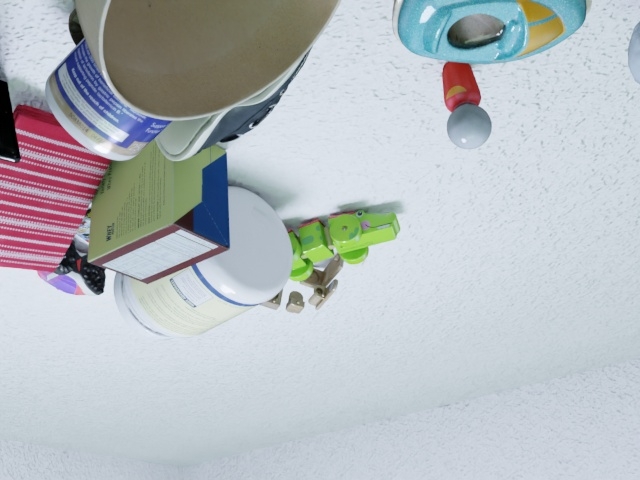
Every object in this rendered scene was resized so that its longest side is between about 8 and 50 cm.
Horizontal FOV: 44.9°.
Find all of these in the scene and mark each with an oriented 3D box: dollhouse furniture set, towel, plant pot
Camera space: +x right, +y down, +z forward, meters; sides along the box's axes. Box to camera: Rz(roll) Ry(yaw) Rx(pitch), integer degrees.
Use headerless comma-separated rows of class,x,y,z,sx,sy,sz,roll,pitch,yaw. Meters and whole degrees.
dollhouse furniture set,-0.043,0.079,1.745,0.151,0.144,0.123,20,142,-15
towel,-0.460,-0.075,1.258,0.199,0.031,0.275,12,112,-53
plant pot,-0.134,-0.291,0.775,0.284,0.191,0.284,-32,158,-15

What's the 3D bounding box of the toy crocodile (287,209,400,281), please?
toy crocodile,0.000,0.000,1.629,0.340,0.105,0.115,-17,151,12

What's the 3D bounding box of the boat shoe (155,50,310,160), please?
boat shoe,-0.110,-0.229,1.133,0.340,0.127,0.113,-40,167,38

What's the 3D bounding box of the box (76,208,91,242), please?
box,-0.425,-0.035,1.545,0.137,0.027,0.094,-12,151,14

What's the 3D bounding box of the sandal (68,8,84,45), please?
sandal,-0.296,-0.251,1.112,0.090,0.060,0.219,-18,138,3

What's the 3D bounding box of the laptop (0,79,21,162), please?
laptop,-0.651,-0.151,1.059,0.382,0.408,0.236,13,115,-32

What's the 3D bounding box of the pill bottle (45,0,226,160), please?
pill bottle,-0.214,-0.238,0.993,0.264,0.153,0.153,-39,141,21

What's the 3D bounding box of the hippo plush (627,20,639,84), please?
hippo plush,0.502,-0.324,1.010,0.294,0.234,0.236,-44,180,-15

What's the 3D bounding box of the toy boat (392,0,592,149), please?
toy boat,0.227,-0.265,1.072,0.267,0.148,0.318,-3,153,-4

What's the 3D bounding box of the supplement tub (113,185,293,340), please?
supplement tub,-0.239,0.057,1.531,0.235,0.235,0.325,19,144,-40

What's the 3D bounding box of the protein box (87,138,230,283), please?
protein box,-0.276,-0.060,1.329,0.201,0.200,0.136,-22,149,29

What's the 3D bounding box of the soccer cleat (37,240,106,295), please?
soccer cleat,-0.550,0.037,1.587,0.116,0.109,0.318,-5,156,8
